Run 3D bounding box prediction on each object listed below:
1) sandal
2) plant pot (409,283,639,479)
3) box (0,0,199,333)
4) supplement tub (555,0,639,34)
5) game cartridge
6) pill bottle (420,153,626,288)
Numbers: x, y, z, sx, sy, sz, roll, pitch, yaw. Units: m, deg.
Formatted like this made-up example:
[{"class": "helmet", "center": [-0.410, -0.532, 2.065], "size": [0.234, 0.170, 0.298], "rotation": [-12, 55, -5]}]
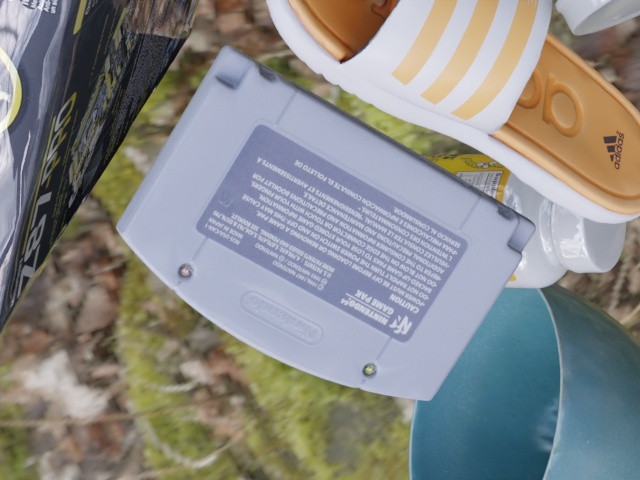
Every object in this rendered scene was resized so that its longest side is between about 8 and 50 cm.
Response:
[{"class": "sandal", "center": [0.090, -0.095, 0.898], "size": [0.076, 0.265, 0.102], "rotation": [-21, 51, 46]}, {"class": "plant pot", "center": [0.239, 0.188, 1.868], "size": [0.195, 0.290, 0.290], "rotation": [13, 107, -23]}, {"class": "box", "center": [-0.096, -0.199, 0.860], "size": [0.097, 0.318, 0.395], "rotation": [19, 126, 0]}, {"class": "supplement tub", "center": [0.245, -0.369, 1.737], "size": [0.228, 0.228, 0.316], "rotation": [-29, 84, 23]}, {"class": "game cartridge", "center": [0.000, 0.000, 1.499], "size": [0.294, 0.060, 0.196], "rotation": [30, 95, -19]}, {"class": "pill bottle", "center": [0.150, -0.017, 1.645], "size": [0.208, 0.118, 0.117], "rotation": [0, 98, 34]}]
